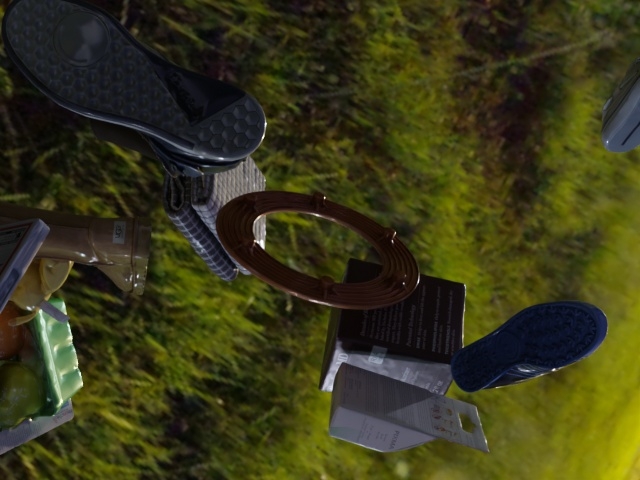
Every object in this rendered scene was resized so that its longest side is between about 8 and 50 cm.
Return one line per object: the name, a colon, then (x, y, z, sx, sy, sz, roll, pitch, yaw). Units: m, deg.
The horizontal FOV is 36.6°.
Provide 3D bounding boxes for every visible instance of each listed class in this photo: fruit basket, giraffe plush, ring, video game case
fruit basket: (-0.627, 0.240, 1.806, 0.353, 0.165, 0.327, -21, 102, -50)
giraffe plush: (-0.517, 0.028, 1.711, 0.181, 0.170, 0.210, -25, 128, 3)
ring: (0.000, 0.000, 1.538, 0.336, 0.336, 0.032, -24, 140, -53)
video game case: (-0.455, 0.098, 1.146, 0.025, 0.204, 0.285, 53, 43, -36)

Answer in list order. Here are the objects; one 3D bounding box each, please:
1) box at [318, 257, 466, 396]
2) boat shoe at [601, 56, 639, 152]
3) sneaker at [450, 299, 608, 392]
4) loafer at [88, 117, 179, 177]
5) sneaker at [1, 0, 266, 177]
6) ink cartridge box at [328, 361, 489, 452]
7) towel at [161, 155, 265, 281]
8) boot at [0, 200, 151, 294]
box: (0.118, 0.160, 1.599, 0.168, 0.203, 0.167, 105, -4, -50)
boat shoe: (0.420, -0.203, 1.243, 0.083, 0.076, 0.226, 3, 151, -20)
sneaker: (0.263, 0.124, 1.173, 0.090, 0.081, 0.232, -9, 166, -41)
loafer: (-0.235, -0.142, 1.174, 0.078, 0.220, 0.080, -44, 156, -4)
sneaker: (-0.158, -0.126, 0.837, 0.086, 0.226, 0.163, -62, -174, -2)
ink cartridge box: (0.126, 0.264, 1.434, 0.181, 0.225, 0.056, -78, -172, -77)
towel: (-0.211, -0.092, 1.907, 0.235, 0.121, 0.283, 56, 22, -45)
boot: (-0.380, 0.002, 1.381, 0.236, 0.269, 0.089, 119, -25, -65)
